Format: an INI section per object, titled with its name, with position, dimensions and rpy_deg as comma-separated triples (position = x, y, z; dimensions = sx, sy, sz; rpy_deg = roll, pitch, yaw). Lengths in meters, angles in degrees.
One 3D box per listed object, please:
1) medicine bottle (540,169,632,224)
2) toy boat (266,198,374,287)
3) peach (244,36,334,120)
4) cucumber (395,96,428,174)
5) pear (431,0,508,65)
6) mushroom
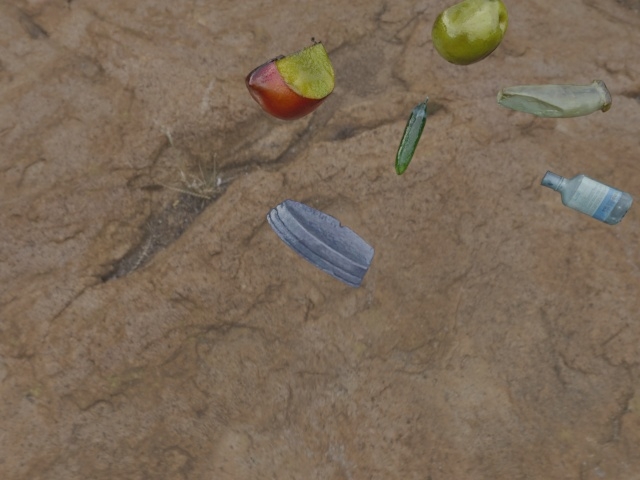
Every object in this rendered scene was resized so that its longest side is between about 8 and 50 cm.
[medicine bottle]
position = 0.662, -0.116, 1.344
dimensions = 0.209, 0.090, 0.054
rpy_deg = 27, 30, 13
[toy boat]
position = 0.000, 0.000, 1.283
dimensions = 0.283, 0.078, 0.127
rpy_deg = 34, 38, -5
[peach]
position = -0.078, -0.378, 1.337
dimensions = 0.153, 0.159, 0.267
rpy_deg = 54, 42, -8
[cucumber]
position = 0.267, -0.312, 1.568
dimensions = 0.056, 0.056, 0.249
rpy_deg = 19, 84, 9
[pear]
position = 0.283, -0.385, 1.007
dimensions = 0.141, 0.141, 0.103
rpy_deg = -11, 93, -6
[mushroom]
position = 0.692, -0.411, 1.571
dimensions = 0.334, 0.087, 0.107
rpy_deg = -5, 66, -7
